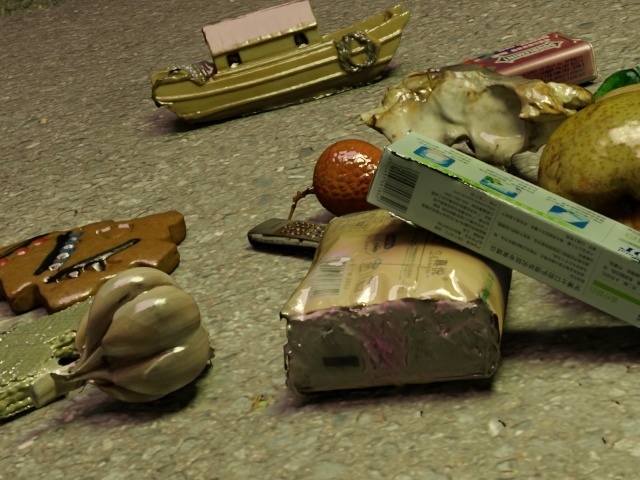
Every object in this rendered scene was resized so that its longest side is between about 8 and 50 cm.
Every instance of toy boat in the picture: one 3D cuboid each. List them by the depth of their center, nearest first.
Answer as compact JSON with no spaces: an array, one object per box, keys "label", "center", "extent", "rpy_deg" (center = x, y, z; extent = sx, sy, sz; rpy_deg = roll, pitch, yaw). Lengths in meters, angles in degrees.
[{"label":"toy boat","center":[-0.068,-0.311,2.226],"extent":[0.446,0.162,0.136],"rpy_deg":[-14,20,-4]}]

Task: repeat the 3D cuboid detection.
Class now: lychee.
[{"label":"lychee","center":[0.030,-0.074,1.673],"extent":[0.140,0.101,0.114],"rpy_deg":[10,48,22]}]

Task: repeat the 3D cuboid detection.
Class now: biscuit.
[{"label":"biscuit","center":[-0.265,0.112,1.459],"extent":[0.250,0.046,0.147],"rpy_deg":[-22,23,-21]},{"label":"biscuit","center":[-0.321,0.027,1.701],"extent":[0.302,0.043,0.278],"rpy_deg":[-3,24,23]}]

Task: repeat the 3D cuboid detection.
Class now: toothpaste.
[{"label":"toothpaste","center":[0.211,-0.004,1.256],"extent":[0.337,0.067,0.081],"rpy_deg":[26,27,15]}]

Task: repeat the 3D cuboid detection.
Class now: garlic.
[{"label":"garlic","center":[-0.202,0.104,1.335],"extent":[0.194,0.131,0.127],"rpy_deg":[-19,-6,-18]}]

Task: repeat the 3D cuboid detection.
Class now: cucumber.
[{"label":"cucumber","center":[0.392,-0.184,1.814],"extent":[0.056,0.056,0.250],"rpy_deg":[1,27,31]}]

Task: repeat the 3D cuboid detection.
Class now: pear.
[{"label":"pear","center":[0.334,-0.054,1.345],"extent":[0.229,0.188,0.211],"rpy_deg":[4,29,32]}]

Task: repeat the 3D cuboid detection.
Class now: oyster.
[{"label":"oyster","center":[0.188,-0.151,1.674],"extent":[0.198,0.133,0.337],"rpy_deg":[-13,14,-29]}]

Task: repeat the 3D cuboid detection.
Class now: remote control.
[{"label":"remote control","center":[0.000,0.000,1.615],"extent":[0.212,0.028,0.059],"rpy_deg":[10,28,43]}]

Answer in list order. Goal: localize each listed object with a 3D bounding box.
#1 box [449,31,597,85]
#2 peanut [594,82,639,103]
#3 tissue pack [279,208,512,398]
[{"label":"box","center":[0.285,-0.245,1.996],"extent":[0.224,0.069,0.120],"rpy_deg":[-19,23,-14]},{"label":"peanut","center":[0.392,-0.117,1.529],"extent":[0.122,0.137,0.253],"rpy_deg":[8,-8,-24]},{"label":"tissue pack","center":[0.082,0.043,1.338],"extent":[0.215,0.122,0.256],"rpy_deg":[-6,25,15]}]
